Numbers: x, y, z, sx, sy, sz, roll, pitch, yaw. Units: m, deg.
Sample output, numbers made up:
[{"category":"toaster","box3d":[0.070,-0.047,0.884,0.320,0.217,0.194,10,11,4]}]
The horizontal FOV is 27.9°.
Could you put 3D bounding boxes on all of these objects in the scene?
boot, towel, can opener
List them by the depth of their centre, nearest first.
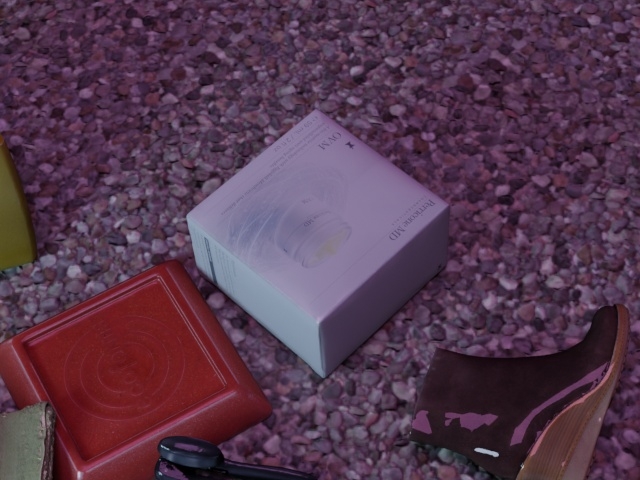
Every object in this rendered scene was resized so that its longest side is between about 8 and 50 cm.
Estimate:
[{"category":"can opener","box3d":[-0.094,0.265,1.423,0.186,0.073,0.059,17,73,-1]},{"category":"towel","box3d":[-0.342,0.258,1.432,0.110,0.027,0.148,-15,62,21]},{"category":"boot","box3d":[0.229,0.151,1.459,0.207,0.090,0.248,18,62,13]}]

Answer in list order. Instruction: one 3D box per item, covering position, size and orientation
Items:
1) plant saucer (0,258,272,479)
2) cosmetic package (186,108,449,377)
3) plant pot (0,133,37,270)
[{"category":"plant saucer","box3d":[-0.228,0.155,1.511,0.259,0.048,0.258,-27,58,-14]},{"category":"cosmetic package","box3d":[0.000,0.000,1.550,0.224,0.138,0.224,38,65,24]},{"category":"plant pot","box3d":[-0.478,-0.082,1.571,0.212,0.187,0.212,-18,55,-29]}]
